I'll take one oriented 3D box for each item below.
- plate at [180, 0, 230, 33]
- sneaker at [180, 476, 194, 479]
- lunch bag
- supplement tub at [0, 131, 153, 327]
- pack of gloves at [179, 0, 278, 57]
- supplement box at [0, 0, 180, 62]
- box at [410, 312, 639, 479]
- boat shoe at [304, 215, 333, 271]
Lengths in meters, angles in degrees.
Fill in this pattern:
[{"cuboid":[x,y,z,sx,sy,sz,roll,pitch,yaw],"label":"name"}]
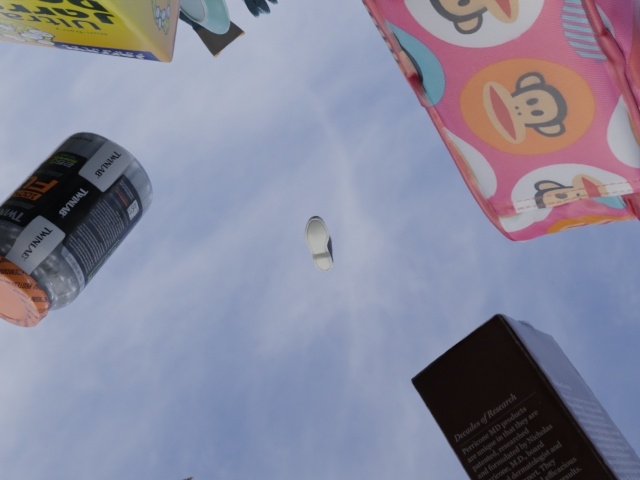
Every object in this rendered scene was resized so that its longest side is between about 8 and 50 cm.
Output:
[{"cuboid":[-0.202,-0.381,1.268,0.024,0.188,0.188,-40,-137,-15],"label":"plate"},{"cuboid":[-0.201,0.372,1.254,0.031,0.083,0.037,-19,-96,17],"label":"sneaker"},{"cuboid":[0.126,-0.171,0.487,0.120,0.293,0.258,-8,-133,32],"label":"lunch bag"},{"cuboid":[-0.439,-0.019,1.440,0.193,0.194,0.316,1,-137,33],"label":"supplement tub"},{"cuboid":[-0.198,-0.501,1.837,0.195,0.046,0.232,-41,-124,0],"label":"pack of gloves"},{"cuboid":[-0.222,-0.267,0.612,0.194,0.356,0.195,8,-89,3],"label":"supplement box"},{"cuboid":[0.274,0.275,0.913,0.143,0.191,0.381,-39,-121,18],"label":"box"},{"cuboid":[0.000,0.000,1.585,0.046,0.125,0.038,-9,-141,11],"label":"boat shoe"}]
